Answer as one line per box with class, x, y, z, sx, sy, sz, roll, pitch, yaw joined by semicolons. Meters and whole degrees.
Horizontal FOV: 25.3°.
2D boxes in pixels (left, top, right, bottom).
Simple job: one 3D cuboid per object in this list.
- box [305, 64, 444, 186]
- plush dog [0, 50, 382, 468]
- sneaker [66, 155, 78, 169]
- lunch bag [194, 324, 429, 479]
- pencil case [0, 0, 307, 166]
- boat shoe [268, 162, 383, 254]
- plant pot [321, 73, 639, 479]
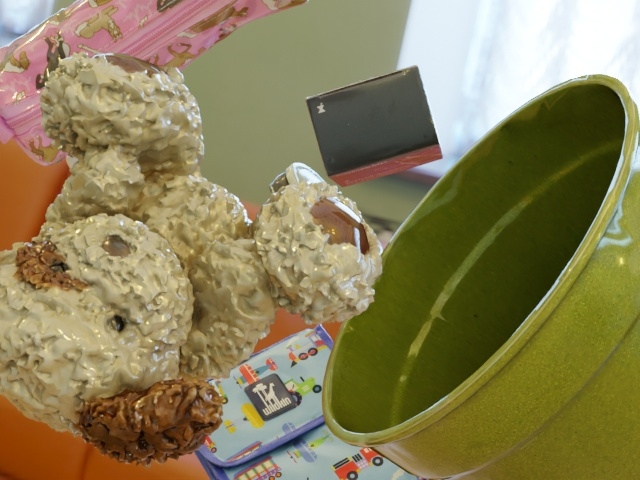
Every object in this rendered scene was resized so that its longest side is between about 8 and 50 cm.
box;0.075;-0.146;1.872;0.153;0.108;0.207;-16;-3;7
plush dog;-0.128;0.034;0.915;0.262;0.210;0.225;38;40;14
sneaker;-0.282;-0.052;1.830;0.061;0.152;0.054;-38;4;-39
lunch bag;-0.031;0.247;1.749;0.221;0.138;0.293;-29;60;-15
pencil case;-0.203;-0.235;1.594;0.160;0.386;0.167;62;11;22
boat shoe;0.000;0.000;1.363;0.069;0.081;0.228;-25;-31;13
plant pot;0.251;0.113;1.206;0.353;0.366;0.366;38;5;-16
